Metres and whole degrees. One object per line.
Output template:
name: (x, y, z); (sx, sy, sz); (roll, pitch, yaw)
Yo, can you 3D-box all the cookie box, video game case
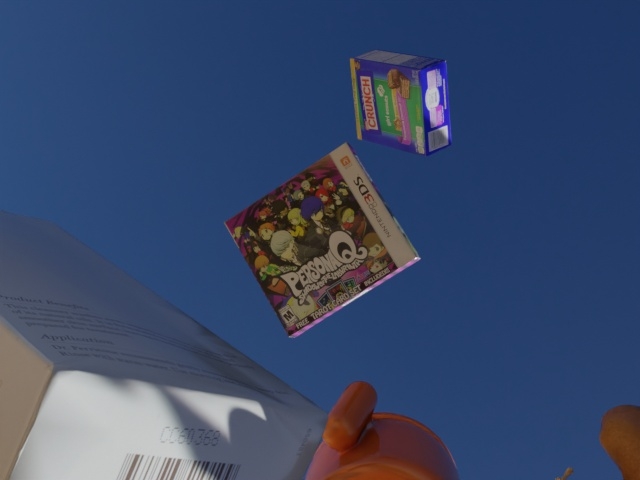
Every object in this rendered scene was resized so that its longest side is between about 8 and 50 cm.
cookie box: (0.081, -0.143, 0.956); (0.107, 0.040, 0.092); (22, -53, 49)
video game case: (0.000, 0.000, 1.415); (0.232, 0.042, 0.210); (-32, -102, 10)

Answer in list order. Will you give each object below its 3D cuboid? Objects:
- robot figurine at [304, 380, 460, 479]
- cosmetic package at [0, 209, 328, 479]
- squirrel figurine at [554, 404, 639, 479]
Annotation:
robot figurine: (0.047, 0.201, 0.696); (0.158, 0.219, 0.128); (38, -84, 0)
cosmetic package: (-0.210, 0.086, 0.628); (0.385, 0.217, 0.156); (25, -87, 44)
squirrel figurine: (0.428, 0.368, 1.031); (0.370, 0.281, 0.397); (-34, -116, 12)
